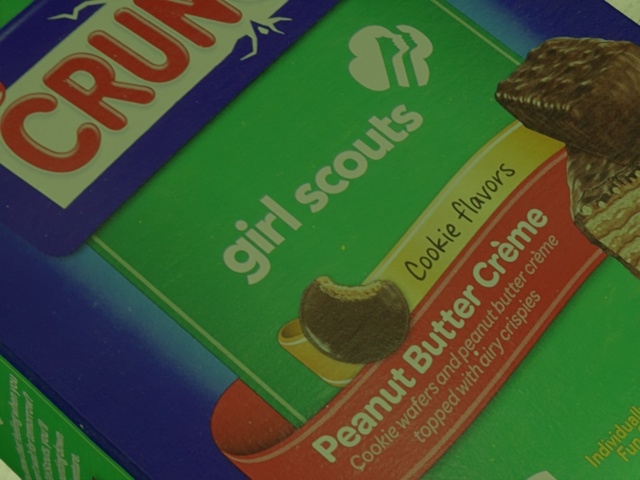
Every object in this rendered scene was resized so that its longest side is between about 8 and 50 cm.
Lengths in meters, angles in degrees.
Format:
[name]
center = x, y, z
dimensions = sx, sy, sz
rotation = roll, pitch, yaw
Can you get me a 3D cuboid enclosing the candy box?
[candy box]
center = 0.000, 0.000, 0.689
dimensions = 0.268, 0.317, 0.122
rotation = -41, 159, -27
